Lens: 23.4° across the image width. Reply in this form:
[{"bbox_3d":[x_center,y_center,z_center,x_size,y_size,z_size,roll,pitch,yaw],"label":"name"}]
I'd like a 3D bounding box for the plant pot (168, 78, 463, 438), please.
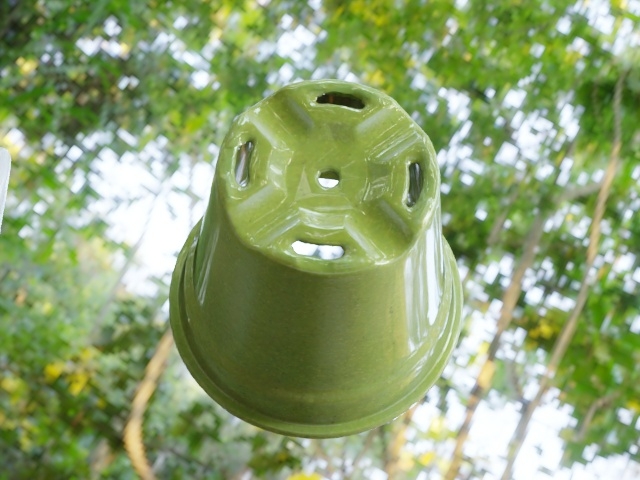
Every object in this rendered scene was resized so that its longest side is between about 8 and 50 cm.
[{"bbox_3d":[0.000,0.000,1.329,0.276,0.276,0.254,25,-24,10],"label":"plant pot"}]

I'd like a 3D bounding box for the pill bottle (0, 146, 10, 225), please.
[{"bbox_3d":[-0.347,-0.030,1.170,0.209,0.119,0.119,10,-34,-10],"label":"pill bottle"}]
